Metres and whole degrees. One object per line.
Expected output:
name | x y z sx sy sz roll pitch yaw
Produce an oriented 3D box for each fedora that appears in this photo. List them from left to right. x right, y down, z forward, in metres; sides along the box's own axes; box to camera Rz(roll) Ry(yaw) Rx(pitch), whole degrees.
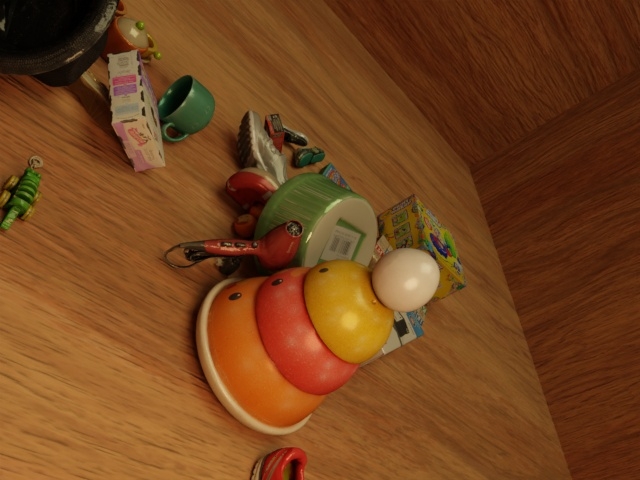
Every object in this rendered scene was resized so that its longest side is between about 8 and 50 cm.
fedora | -0.513 -0.424 1.157 0.152 0.334 0.334 78 -6 -67

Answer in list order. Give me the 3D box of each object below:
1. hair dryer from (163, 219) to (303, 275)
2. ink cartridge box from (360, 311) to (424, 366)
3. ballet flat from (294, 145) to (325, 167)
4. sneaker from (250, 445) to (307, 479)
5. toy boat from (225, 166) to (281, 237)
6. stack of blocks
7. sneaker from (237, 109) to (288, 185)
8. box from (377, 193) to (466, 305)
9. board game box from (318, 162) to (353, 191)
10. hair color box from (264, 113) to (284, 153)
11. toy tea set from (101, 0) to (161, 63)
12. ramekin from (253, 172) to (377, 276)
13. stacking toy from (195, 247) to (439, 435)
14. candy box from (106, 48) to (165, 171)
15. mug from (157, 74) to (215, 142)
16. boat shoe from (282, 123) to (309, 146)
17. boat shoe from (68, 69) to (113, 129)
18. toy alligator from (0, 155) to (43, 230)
hair dryer | -0.151 0.027 1.227 0.224 0.294 0.080 12 61 -60
ink cartridge box | 0.147 0.219 1.699 0.307 0.129 0.223 -5 67 -61
ballet flat | -0.051 -0.283 1.974 0.070 0.070 0.188 61 25 4
sneaker | -0.069 0.497 1.054 0.107 0.118 0.279 38 33 -34
toy boat | -0.159 -0.066 1.498 0.151 0.151 0.231 -44 103 -33
stack of blocks | 0.235 0.147 1.969 0.297 0.087 0.171 56 26 -5
sneaker | -0.151 -0.229 1.656 0.115 0.105 0.281 -12 82 -31
box | 0.377 0.036 2.231 0.290 0.177 0.279 40 31 -33
board game box | 0.064 -0.149 2.030 0.210 0.047 0.160 51 28 -13
hair color box | -0.140 -0.300 1.748 0.043 0.141 0.072 -11 64 -16
toy tea set | -0.505 -0.565 1.405 0.336 0.124 0.200 49 28 -19
ramekin | 0.000 0.000 1.430 0.148 0.303 0.303 24 2 39
stacking toy | 0.026 0.148 1.176 0.350 0.480 0.350 41 31 -32
candy box | -0.393 -0.275 1.267 0.165 0.070 0.196 88 -12 -60
mug | -0.332 -0.315 1.461 0.097 0.158 0.129 37 10 -41
boat shoe | -0.102 -0.338 1.935 0.142 0.049 0.040 25 50 -25
boat shoe | -0.479 -0.314 1.259 0.170 0.063 0.059 53 33 -10
toy alligator | -0.498 -0.095 1.010 0.056 0.051 0.189 40 32 -34
